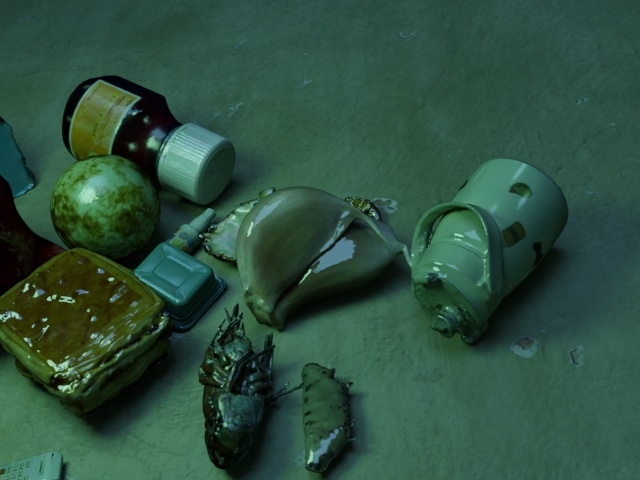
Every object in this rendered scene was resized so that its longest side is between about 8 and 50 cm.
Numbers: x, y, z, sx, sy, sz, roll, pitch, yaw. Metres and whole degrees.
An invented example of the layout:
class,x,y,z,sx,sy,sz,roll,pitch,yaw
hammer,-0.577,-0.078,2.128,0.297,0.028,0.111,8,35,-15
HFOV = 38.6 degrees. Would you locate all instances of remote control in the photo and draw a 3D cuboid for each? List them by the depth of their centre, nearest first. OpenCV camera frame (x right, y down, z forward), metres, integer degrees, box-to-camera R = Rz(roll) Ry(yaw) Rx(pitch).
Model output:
class,x,y,z,sx,sy,sz,roll,pitch,yaw
remote control,-0.535,0.422,1.609,0.166,0.029,0.065,-17,40,4

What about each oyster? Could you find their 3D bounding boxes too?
class,x,y,z,sx,sy,sz,roll,pitch,yaw
oyster,-0.131,-0.030,1.994,0.259,0.092,0.198,-35,42,-11

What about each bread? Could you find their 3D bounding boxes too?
class,x,y,z,sx,sy,sz,roll,pitch,yaw
bread,-0.457,0.181,1.769,0.324,0.167,0.277,29,54,30

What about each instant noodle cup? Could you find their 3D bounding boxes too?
class,x,y,z,sx,sy,sz,roll,pitch,yaw
instant noodle cup,-0.302,0.083,1.876,0.179,0.070,0.157,29,54,14

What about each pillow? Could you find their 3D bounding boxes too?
class,x,y,z,sx,sy,sz,roll,pitch,yaw
pillow,0.015,0.296,1.573,0.093,0.051,0.241,-14,37,9

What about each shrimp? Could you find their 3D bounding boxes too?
class,x,y,z,sx,sy,sz,roll,pitch,yaw
shrimp,-0.129,0.245,1.634,0.172,0.137,0.372,21,47,-15

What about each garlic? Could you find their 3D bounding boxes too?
class,x,y,z,sx,sy,sz,roll,pitch,yaw
garlic,0.000,0.000,1.801,0.340,0.231,0.246,-16,35,8

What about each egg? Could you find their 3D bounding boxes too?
class,x,y,z,sx,sy,sz,roll,pitch,yaw
egg,-0.482,-0.073,2.036,0.238,0.238,0.289,-31,19,-20

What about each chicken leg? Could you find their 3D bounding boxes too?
class,x,y,z,sx,sy,sz,roll,pitch,yaw
chicken leg,0.095,-0.060,1.996,0.145,0.037,0.062,19,71,35

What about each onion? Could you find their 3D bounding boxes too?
class,x,y,z,sx,sy,sz,roll,pitch,yaw
onion,-0.682,0.028,1.895,0.420,0.398,0.398,3,39,-5

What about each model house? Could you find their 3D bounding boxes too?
class,x,y,z,sx,sy,sz,roll,pitch,yaw
model house,-0.917,-0.220,2.341,0.303,0.237,0.215,26,54,39

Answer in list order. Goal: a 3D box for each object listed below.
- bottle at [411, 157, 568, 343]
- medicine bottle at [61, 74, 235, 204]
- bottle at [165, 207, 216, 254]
class,x,y,z,sx,sy,sz,roll,pitch,yaw
bottle,0.288,0.017,1.699,0.229,0.229,0.352,19,51,34
medicine bottle,-0.403,-0.235,2.175,0.395,0.242,0.242,23,50,24
bottle,-0.303,0.004,2.023,0.060,0.060,0.217,15,47,31
